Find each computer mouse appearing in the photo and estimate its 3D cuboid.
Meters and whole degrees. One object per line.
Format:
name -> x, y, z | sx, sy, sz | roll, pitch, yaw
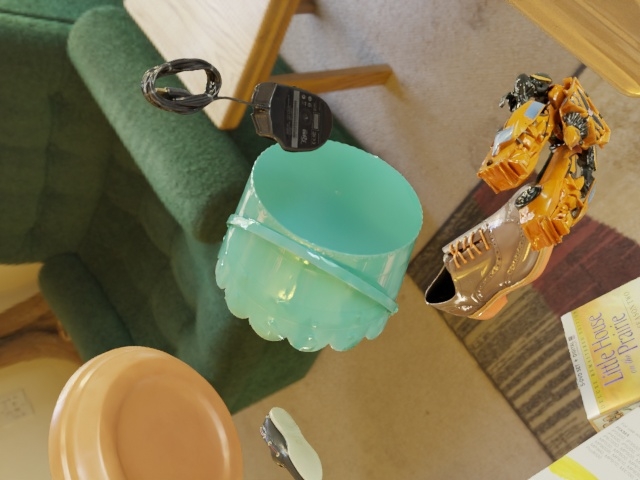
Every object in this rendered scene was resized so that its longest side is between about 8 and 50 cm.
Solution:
computer mouse -> -0.078, -0.134, 0.716 | 0.041, 0.242, 0.071 | 3, 87, 44

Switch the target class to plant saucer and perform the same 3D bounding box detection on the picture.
plant saucer -> -0.134, 0.181, 0.604 | 0.037, 0.200, 0.200 | -32, 79, 28

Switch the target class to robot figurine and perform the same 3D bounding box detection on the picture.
robot figurine -> 0.336, -0.128, 1.017 | 0.211, 0.291, 0.085 | 50, 141, -14

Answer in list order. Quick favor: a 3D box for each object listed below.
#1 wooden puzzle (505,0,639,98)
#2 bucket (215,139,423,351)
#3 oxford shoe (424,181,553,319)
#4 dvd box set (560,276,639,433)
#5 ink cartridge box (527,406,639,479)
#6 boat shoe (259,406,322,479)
wooden puzzle -> 0.208, -0.292, 0.576 | 0.322, 0.348, 0.080 | 44, 91, 14
bucket -> 0.000, 0.000, 0.989 | 0.281, 0.281, 0.183 | 46, 137, 27
oxford shoe -> 0.297, 0.028, 1.246 | 0.364, 0.132, 0.130 | 111, 158, -47
dvd box set -> 0.617, 0.130, 1.157 | 0.420, 0.307, 0.062 | -33, 107, 24
ink cartridge box -> 0.389, 0.464, 1.009 | 0.160, 0.384, 0.279 | 39, 154, 59
boat shoe -> -0.040, 0.281, 0.934 | 0.042, 0.049, 0.133 | -57, 41, 13
